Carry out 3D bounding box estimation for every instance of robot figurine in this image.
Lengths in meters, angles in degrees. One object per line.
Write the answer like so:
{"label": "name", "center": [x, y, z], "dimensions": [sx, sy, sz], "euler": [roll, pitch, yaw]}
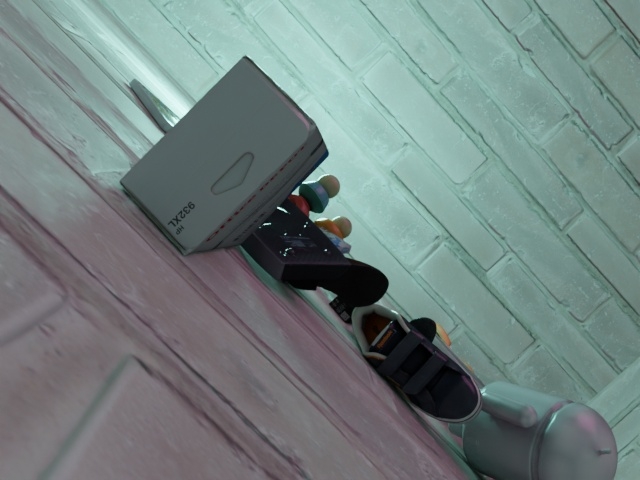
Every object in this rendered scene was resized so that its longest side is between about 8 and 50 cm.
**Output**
{"label": "robot figurine", "center": [0.431, 0.405, 1.231], "dimensions": [0.300, 0.199, 0.353], "euler": [44, -22, -29]}

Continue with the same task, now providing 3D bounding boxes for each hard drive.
{"label": "hard drive", "center": [-0.077, -0.013, 1.115], "dimensions": [0.172, 0.054, 0.254], "euler": [3, 32, -42]}

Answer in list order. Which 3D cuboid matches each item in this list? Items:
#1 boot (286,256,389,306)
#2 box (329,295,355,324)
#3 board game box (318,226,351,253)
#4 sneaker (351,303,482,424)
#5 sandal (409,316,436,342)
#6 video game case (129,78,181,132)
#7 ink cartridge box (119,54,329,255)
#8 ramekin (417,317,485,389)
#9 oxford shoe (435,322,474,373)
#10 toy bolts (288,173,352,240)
{"label": "boot", "center": [-0.016, 0.027, 1.304], "dimensions": [0.264, 0.096, 0.280], "euler": [7, 23, -30]}
{"label": "box", "center": [0.067, 0.158, 1.441], "dimensions": [0.062, 0.052, 0.083], "euler": [48, 5, 19]}
{"label": "board game box", "center": [0.000, 0.000, 1.215], "dimensions": [0.090, 0.020, 0.090], "euler": [-2, 29, -46]}
{"label": "sneaker", "center": [0.177, 0.243, 1.237], "dimensions": [0.321, 0.126, 0.127], "euler": [36, -8, 36]}
{"label": "sandal", "center": [0.209, 0.234, 1.353], "dimensions": [0.040, 0.179, 0.067], "euler": [-14, 45, -42]}
{"label": "video game case", "center": [-0.368, -0.291, 1.546], "dimensions": [0.227, 0.026, 0.206], "euler": [49, 4, 37]}
{"label": "ink cartridge box", "center": [-0.113, -0.105, 0.870], "dimensions": [0.129, 0.223, 0.307], "euler": [46, 4, 1]}
{"label": "ramekin", "center": [0.302, 0.338, 1.579], "dimensions": [0.273, 0.127, 0.273], "euler": [46, 4, -4]}
{"label": "oxford shoe", "center": [0.432, 0.455, 2.179], "dimensions": [0.133, 0.130, 0.363], "euler": [2, 40, -35]}
{"label": "toy bolts", "center": [-0.028, -0.079, 1.547], "dimensions": [0.218, 0.158, 0.228], "euler": [43, -22, 28]}
